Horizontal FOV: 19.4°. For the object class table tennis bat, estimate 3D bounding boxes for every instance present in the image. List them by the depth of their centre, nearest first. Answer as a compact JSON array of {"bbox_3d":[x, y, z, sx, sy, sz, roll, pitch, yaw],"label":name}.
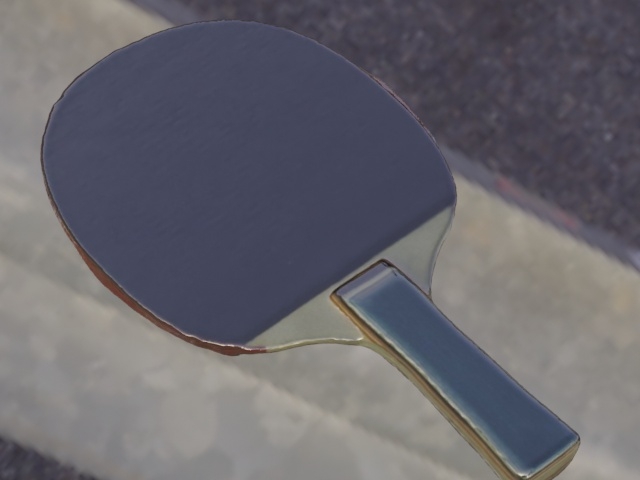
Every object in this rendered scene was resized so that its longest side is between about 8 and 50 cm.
[{"bbox_3d":[0.000,0.000,0.832,0.173,0.022,0.301,-34,60,-24],"label":"table tennis bat"}]
